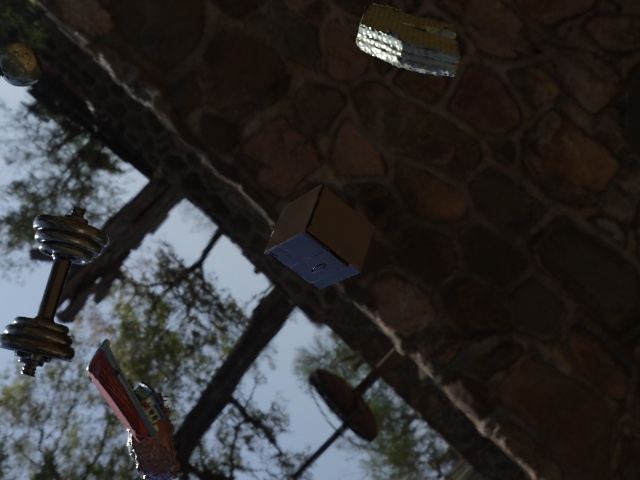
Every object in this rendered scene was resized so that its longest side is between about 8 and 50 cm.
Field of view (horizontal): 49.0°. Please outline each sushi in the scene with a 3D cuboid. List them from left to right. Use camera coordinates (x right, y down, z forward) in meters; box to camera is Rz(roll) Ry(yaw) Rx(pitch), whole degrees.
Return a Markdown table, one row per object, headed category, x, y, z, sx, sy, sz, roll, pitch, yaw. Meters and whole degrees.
| category | x | y | z | sx | sy | sz | roll | pitch | yaw |
| --- | --- | --- | --- | --- | --- | --- | --- | --- | --- |
| sushi | -0.388 | 0.432 | 1.603 | 0.161 | 0.108 | 0.241 | 100 | 158 | -54 |

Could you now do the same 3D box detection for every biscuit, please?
| category | x | y | z | sx | sy | sz | roll | pitch | yaw |
| --- | --- | --- | --- | --- | --- | --- | --- | --- | --- |
| biscuit | 0.128 | -0.292 | 1.016 | 0.148 | 0.046 | 0.250 | 13 | -153 | 0 |

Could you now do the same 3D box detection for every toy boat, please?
| category | x | y | z | sx | sy | sz | roll | pitch | yaw |
| --- | --- | --- | --- | --- | --- | --- | --- | --- | --- |
| toy boat | -0.284 | 0.219 | 1.031 | 0.069 | 0.059 | 0.172 | 12 | 134 | 51 |

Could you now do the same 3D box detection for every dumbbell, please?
| category | x | y | z | sx | sy | sz | roll | pitch | yaw |
| --- | --- | --- | --- | --- | --- | --- | --- | --- | --- |
| dumbbell | -0.619 | 0.113 | 1.635 | 0.179 | 0.405 | 0.179 | 11 | 165 | 3 |

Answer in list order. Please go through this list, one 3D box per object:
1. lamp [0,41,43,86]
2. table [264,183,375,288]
| category | x | y | z | sx | sy | sz | roll | pitch | yaw |
| --- | --- | --- | --- | --- | --- | --- | --- | --- | --- |
| lamp | -0.659 | -0.350 | 1.442 | 0.091 | 0.163 | 0.090 | 163 | 90 | -83 |
| table | 0.000 | 0.000 | 1.805 | 0.193 | 0.172 | 0.169 | 38 | 140 | -24 |
